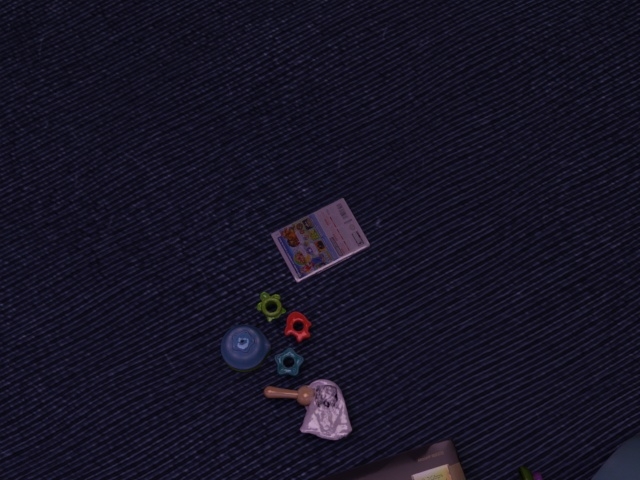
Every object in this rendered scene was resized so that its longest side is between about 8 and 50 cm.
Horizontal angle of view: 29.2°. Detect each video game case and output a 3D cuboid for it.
[{"bbox_3d":[0.000,0.000,1.811,0.122,0.011,0.087,-27,70,-7],"label":"video game case"}]

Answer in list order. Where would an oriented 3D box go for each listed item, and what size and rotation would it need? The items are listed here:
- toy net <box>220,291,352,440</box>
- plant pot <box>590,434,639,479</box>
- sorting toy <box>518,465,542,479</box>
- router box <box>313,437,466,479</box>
[{"bbox_3d":[-0.032,0.185,1.726,0.122,0.045,0.232,-43,74,-14],"label":"toy net"},{"bbox_3d":[0.434,0.378,1.499,0.235,0.293,0.293,35,75,28],"label":"plant pot"},{"bbox_3d":[0.294,0.344,1.631,0.042,0.061,0.102,-14,91,-2],"label":"sorting toy"},{"bbox_3d":[0.066,0.422,1.604,0.308,0.081,0.243,-18,68,-3],"label":"router box"}]
